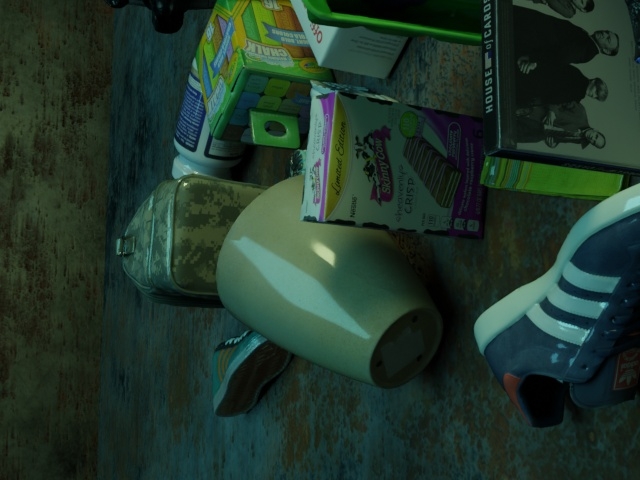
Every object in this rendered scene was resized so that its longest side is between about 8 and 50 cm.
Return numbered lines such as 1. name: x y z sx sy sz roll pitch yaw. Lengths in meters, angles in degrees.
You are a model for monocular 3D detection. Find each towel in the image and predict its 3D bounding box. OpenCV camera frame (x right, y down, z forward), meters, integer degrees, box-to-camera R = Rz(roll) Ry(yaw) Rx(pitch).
1. towel: 0.267 -0.103 1.051 0.237 0.021 0.102 16 100 63

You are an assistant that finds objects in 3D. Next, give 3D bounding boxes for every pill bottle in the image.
1. pill bottle: -0.220 -0.243 1.899 0.153 0.153 0.265 56 133 52

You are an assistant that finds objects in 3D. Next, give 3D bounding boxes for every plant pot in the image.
1. plant pot: 0.034 0.080 1.274 0.274 0.256 0.256 38 120 42

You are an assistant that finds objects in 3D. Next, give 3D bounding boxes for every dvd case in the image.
1. dvd case: 0.254 -0.152 0.841 0.029 0.238 0.179 161 112 -63

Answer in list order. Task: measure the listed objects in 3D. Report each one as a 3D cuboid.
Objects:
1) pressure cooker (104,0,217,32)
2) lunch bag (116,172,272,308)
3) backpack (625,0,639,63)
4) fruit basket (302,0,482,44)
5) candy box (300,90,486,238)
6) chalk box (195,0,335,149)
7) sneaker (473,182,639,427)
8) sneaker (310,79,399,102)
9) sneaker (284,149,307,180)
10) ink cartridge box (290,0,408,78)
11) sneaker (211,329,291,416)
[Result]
1. pressure cooker: -0.323 -0.653 1.926 0.375 0.370 0.420 1 88 35
2. lunch bag: -0.176 0.014 1.607 0.256 0.305 0.212 -7 78 58
3. backpack: 0.360 -0.194 0.748 0.173 0.158 0.117 -18 77 49
4. fruit basket: 0.169 -0.342 0.907 0.392 0.392 0.283 -1 84 63
5. candy box: 0.098 -0.090 1.146 0.071 0.233 0.159 4 89 64
6. chalk box: -0.100 -0.287 1.644 0.179 0.180 0.289 -58 38 43
7. sneaker: 0.286 0.072 0.880 0.350 0.131 0.148 -58 43 51
8. sneaker: 0.041 -0.198 1.455 0.235 0.090 0.095 -136 47 -59
9. sneaker: 0.000 0.000 1.447 0.110 0.122 0.283 -118 34 -63
10. ink cartridge box: 0.079 -0.434 1.368 0.307 0.129 0.223 -61 35 38
11. sneaker: -0.145 0.218 1.712 0.302 0.108 0.121 -55 43 47
